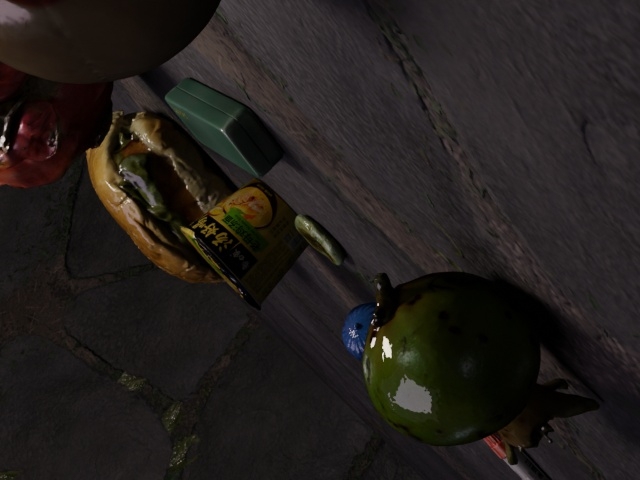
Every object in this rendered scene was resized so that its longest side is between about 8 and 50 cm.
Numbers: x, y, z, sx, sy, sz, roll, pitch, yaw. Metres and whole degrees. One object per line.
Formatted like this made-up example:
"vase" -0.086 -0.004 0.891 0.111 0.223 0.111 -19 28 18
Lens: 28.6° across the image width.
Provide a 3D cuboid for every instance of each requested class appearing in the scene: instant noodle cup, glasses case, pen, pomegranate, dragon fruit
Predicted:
"instant noodle cup" -0.090 0.001 1.646 0.151 0.122 0.151 47 171 10
"glasses case" -0.110 -0.128 1.408 0.078 0.039 0.184 51 170 -31
"pen" 0.276 0.308 1.603 0.239 0.028 0.028 47 172 -6
"pomegranate" 0.131 0.104 1.059 0.220 0.156 0.156 14 -168 -34
"dragon fruit" -0.392 -0.214 1.620 0.305 0.305 0.226 48 164 -14

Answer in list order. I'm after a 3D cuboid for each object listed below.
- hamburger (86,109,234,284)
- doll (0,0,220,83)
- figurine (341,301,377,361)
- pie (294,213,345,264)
"hamburger" -0.245 -0.080 1.897 0.330 0.162 0.209 50 174 9
"doll" -0.161 -0.196 0.754 0.330 0.235 0.174 39 -138 -73
"figurine" 0.085 0.140 1.610 0.086 0.087 0.149 -17 124 38
"pie" 0.000 0.000 1.549 0.085 0.017 0.085 45 172 8
